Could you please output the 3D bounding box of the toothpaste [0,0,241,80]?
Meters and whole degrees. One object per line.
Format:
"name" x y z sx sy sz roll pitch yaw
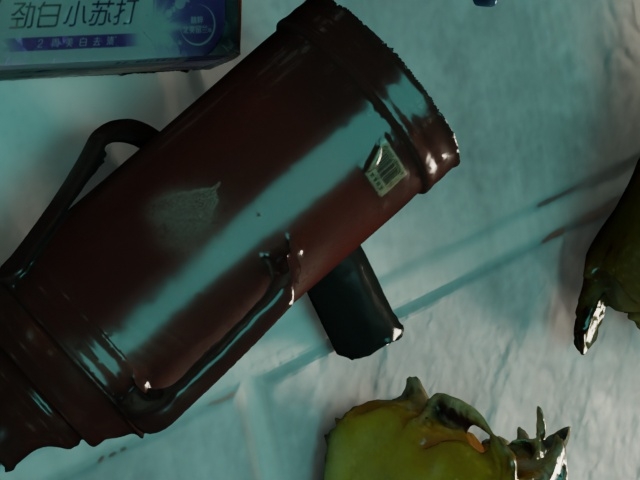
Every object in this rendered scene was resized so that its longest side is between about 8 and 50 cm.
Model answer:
"toothpaste" -0.119 -0.085 0.681 0.196 0.040 0.047 -7 99 -38

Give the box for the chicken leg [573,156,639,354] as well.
"chicken leg" 0.240 -0.131 0.906 0.201 0.153 0.429 15 95 -56

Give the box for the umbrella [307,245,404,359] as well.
"umbrella" -0.001 0.001 0.797 0.036 0.031 0.133 -41 119 -26

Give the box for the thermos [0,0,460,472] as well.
"thermos" -0.056 0.011 0.691 0.232 0.124 0.099 -42 131 -10

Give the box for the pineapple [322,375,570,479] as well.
"pineapple" 0.072 0.185 0.836 0.186 0.114 0.236 -40 123 -28

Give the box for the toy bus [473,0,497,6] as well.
"toy bus" -0.029 -0.164 0.682 0.297 0.131 0.106 4 95 -38
